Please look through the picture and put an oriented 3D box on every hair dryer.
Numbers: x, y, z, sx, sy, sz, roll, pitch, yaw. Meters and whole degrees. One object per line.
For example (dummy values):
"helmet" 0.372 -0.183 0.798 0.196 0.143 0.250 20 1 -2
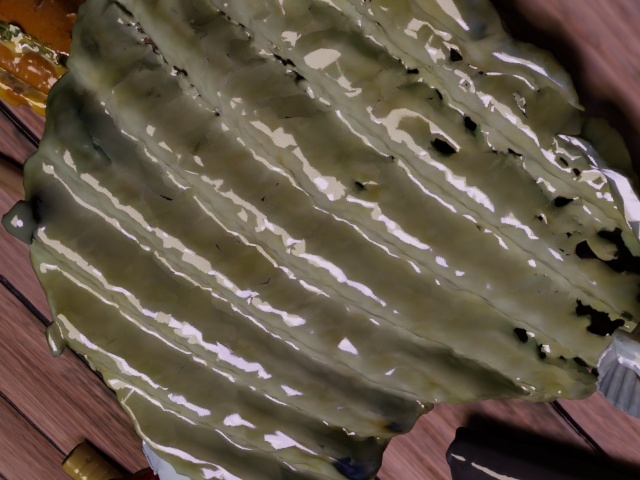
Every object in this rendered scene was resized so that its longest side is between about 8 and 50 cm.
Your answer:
"hair dryer" -0.185 0.330 1.145 0.279 0.090 0.135 39 144 11

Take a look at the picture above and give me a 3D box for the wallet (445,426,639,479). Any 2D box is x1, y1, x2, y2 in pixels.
"wallet" 0.267 0.249 0.697 0.378 0.051 0.197 13 133 30

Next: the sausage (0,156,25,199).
"sausage" -0.289 -0.065 0.868 0.132 0.024 0.024 29 142 15

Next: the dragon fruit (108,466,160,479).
"dragon fruit" -0.128 0.286 0.985 0.172 0.166 0.160 -21 73 17

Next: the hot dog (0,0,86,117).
"hot dog" -0.248 -0.170 0.692 0.269 0.072 0.115 31 134 12

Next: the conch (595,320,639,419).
"conch" 0.224 0.061 0.497 0.153 0.102 0.135 23 150 17

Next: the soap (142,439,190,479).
"soap" -0.053 0.162 0.800 0.091 0.145 0.230 13 136 30

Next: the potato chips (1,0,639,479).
"potato chips" -0.004 -0.006 0.599 0.373 0.097 0.389 -27 108 26
